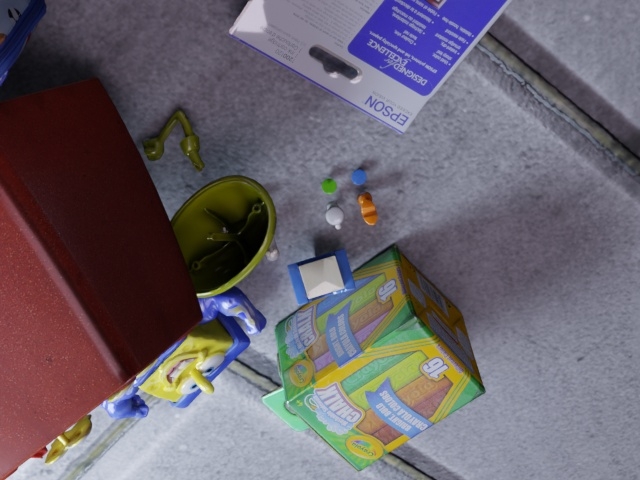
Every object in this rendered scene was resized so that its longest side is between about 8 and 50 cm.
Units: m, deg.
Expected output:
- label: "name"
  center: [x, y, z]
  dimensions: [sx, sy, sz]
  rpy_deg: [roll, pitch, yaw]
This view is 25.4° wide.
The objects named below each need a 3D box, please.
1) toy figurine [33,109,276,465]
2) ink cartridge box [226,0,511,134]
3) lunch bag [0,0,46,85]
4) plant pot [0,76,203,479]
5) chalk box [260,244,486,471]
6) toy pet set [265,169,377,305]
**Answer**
- label: "toy figurine"
  center: [-0.150, 0.067, 1.424]
  dimensions: [0.362, 0.191, 0.217]
  rpy_deg: [-47, 149, 14]
- label: "ink cartridge box"
  center: [0.053, -0.225, 1.275]
  dimensions: [0.206, 0.045, 0.208]
  rpy_deg: [28, 115, -25]
- label: "lunch bag"
  center: [-0.368, -0.104, 1.166]
  dimensions: [0.303, 0.243, 0.115]
  rpy_deg: [-39, 112, 18]
- label: "plant pot"
  center: [-0.257, 0.046, 1.205]
  dimensions: [0.267, 0.267, 0.236]
  rpy_deg: [-38, 91, 19]
- label: "chalk box"
  center: [0.039, 0.135, 1.470]
  dimensions: [0.213, 0.132, 0.132]
  rpy_deg: [-36, 122, 15]
- label: "toy pet set"
  center: [0.000, 0.000, 1.429]
  dimensions: [0.122, 0.065, 0.114]
  rpy_deg: [-16, 91, -1]
